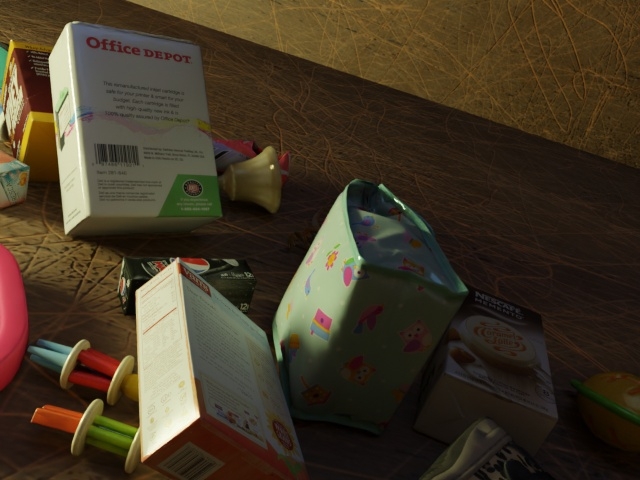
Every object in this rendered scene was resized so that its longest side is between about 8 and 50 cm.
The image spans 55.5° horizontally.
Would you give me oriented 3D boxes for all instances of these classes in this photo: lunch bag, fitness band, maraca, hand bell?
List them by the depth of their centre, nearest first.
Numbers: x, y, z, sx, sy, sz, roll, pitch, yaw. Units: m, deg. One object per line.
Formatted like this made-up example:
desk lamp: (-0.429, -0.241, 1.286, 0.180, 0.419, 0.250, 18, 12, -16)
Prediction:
fitness band: (-0.417, 0.070, 0.623, 0.209, 0.054, 0.291, 4, 30, -34)
lunch bag: (0.042, 0.064, 0.752, 0.160, 0.223, 0.262, 18, 23, -16)
maraca: (0.410, 0.230, 0.835, 0.127, 0.099, 0.185, 30, 1, 9)
hand bell: (-0.201, -0.100, 1.080, 0.242, 0.126, 0.126, -6, 33, -18)

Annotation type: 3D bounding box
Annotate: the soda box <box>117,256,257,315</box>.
soda box: (-0.173, 0.059, 0.797, 0.169, 0.060, 0.053, 3, 29, -31)

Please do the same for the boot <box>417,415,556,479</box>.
boot: (0.173, 0.312, 0.467, 0.284, 0.138, 0.377, 32, 23, 24)

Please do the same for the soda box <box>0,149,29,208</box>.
soda box: (-0.517, -0.114, 0.894, 0.183, 0.063, 0.058, 27, 27, 15)

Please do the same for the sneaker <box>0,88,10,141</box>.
sneaker: (-0.575, -0.225, 1.086, 0.084, 0.058, 0.152, -2, 46, -2)

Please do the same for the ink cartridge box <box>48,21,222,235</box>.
ink cartridge box: (-0.275, -0.156, 0.903, 0.201, 0.278, 0.117, -2, -11, -38)

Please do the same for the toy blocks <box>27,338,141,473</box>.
toy blocks: (-0.228, 0.150, 0.587, 0.148, 0.054, 0.123, 19, 25, -1)

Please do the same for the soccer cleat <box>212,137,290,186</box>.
soccer cleat: (-0.179, -0.170, 1.204, 0.248, 0.095, 0.083, 20, 25, -2)

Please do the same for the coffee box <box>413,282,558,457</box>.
coffee box: (0.217, 0.167, 0.812, 0.141, 0.098, 0.246, 22, 26, 5)

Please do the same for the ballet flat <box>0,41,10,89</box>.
ballet flat: (-0.620, -0.346, 1.264, 0.280, 0.095, 0.096, 25, 14, -13)

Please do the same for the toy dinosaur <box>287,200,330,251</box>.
toy dinosaur: (0.000, 0.000, 1.056, 0.112, 0.064, 0.211, 20, 30, -40)

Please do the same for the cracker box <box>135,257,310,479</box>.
cracker box: (-0.102, 0.140, 0.597, 0.156, 0.067, 0.232, 47, 9, -34)

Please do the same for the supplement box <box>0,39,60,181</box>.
supplement box: (-0.410, -0.210, 1.020, 0.191, 0.129, 0.194, -2, 52, -38)
